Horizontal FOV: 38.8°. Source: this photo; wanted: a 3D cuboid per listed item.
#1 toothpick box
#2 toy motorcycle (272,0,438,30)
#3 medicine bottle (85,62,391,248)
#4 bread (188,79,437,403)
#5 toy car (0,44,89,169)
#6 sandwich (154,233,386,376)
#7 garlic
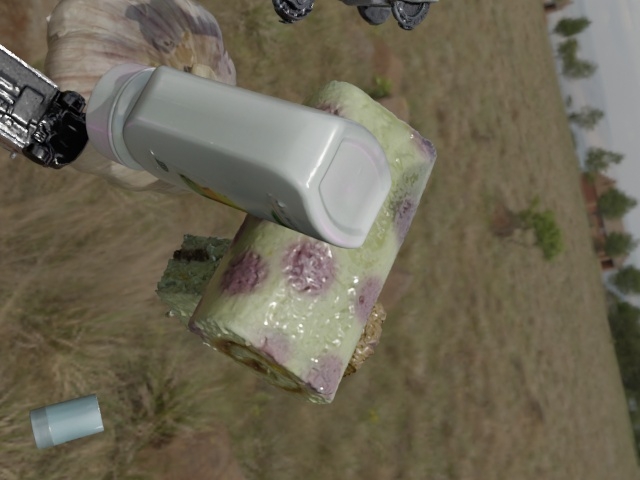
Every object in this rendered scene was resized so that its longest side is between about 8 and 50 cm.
[{"bbox_3d":[-0.322,0.229,1.155,0.052,0.083,0.052,167,-90,-76],"label":"toothpick box"},{"bbox_3d":[0.042,-0.322,1.035,0.263,0.091,0.157,-8,109,-41],"label":"toy motorcycle"},{"bbox_3d":[-0.088,-0.089,0.871,0.111,0.296,0.161,-62,150,-10],"label":"medicine bottle"},{"bbox_3d":[0.000,0.000,1.067,0.187,0.155,0.338,33,69,-20],"label":"bread"},{"bbox_3d":[-0.353,-0.154,0.978,0.209,0.108,0.089,36,67,-30],"label":"toy car"},{"bbox_3d":[-0.094,0.104,1.424,0.325,0.262,0.131,27,67,-14],"label":"sandwich"},{"bbox_3d":[-0.242,-0.213,1.269,0.322,0.241,0.322,53,24,-37],"label":"garlic"}]
